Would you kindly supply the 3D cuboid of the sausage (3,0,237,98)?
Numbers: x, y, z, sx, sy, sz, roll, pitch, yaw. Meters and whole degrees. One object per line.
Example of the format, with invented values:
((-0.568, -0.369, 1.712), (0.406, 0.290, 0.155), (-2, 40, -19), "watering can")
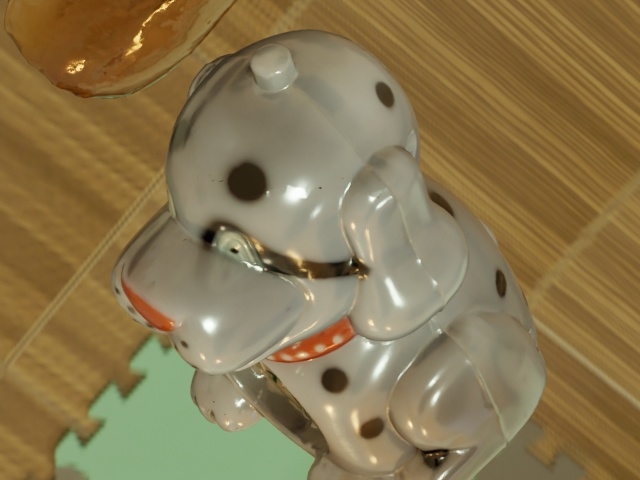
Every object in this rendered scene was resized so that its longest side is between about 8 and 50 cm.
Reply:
((-0.045, -0.204, 0.948), (0.112, 0.112, 0.328), (42, 119, -12), "sausage")

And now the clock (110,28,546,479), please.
((-0.001, 0.003, 0.829), (0.189, 0.189, 0.254), (-23, 147, 3), "clock")
